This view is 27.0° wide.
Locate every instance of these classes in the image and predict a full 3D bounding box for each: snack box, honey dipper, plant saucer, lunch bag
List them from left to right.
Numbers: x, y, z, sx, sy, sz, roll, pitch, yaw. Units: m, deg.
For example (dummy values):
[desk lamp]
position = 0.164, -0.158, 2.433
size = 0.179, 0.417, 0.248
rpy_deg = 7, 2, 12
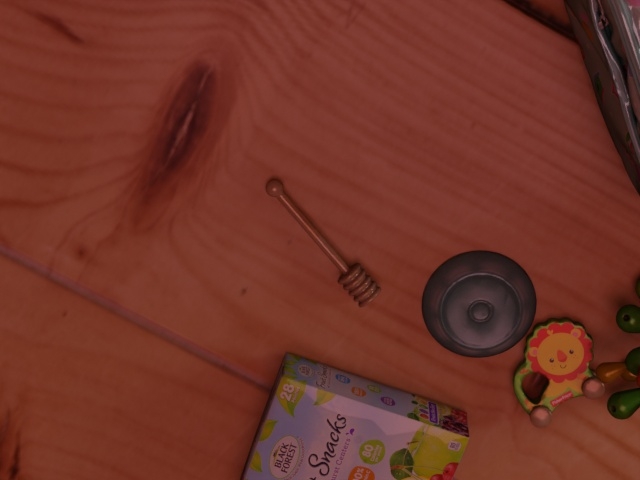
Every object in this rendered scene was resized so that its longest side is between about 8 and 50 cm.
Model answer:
[honey dipper]
position = 0.000, 0.000, 1.359
size = 0.030, 0.030, 0.160
rpy_deg = -39, 98, 13
[snack box]
position = 0.031, 0.236, 1.411
size = 0.207, 0.070, 0.174
rpy_deg = 18, 108, -2
[plant saucer]
position = 0.165, 0.070, 1.378
size = 0.119, 0.021, 0.119
rpy_deg = 0, 107, 2
[lunch bag]
position = 0.307, -0.145, 1.198
size = 0.108, 0.224, 0.279
rpy_deg = -23, 107, 8

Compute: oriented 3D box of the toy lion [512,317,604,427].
[toy lion]
position = 0.244, 0.133, 1.393
size = 0.100, 0.034, 0.096
rpy_deg = -32, 97, 11

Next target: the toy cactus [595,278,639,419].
[toy cactus]
position = 0.385, 0.104, 1.350
size = 0.181, 0.112, 0.219
rpy_deg = 23, 98, -16
